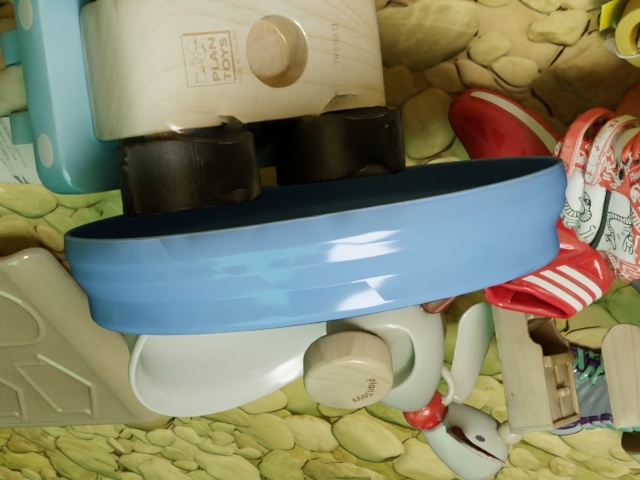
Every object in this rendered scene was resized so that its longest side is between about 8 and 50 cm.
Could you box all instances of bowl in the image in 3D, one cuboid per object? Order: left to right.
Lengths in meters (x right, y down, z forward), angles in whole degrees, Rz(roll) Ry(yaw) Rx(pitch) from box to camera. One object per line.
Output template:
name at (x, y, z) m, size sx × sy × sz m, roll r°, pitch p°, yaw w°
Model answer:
bowl at (-0.087, 0.039, 1.412) m, size 0.134 × 0.298 × 0.298 m, roll 56°, pitch 155°, yaw 29°
bowl at (0.000, 0.000, 1.077) m, size 0.391 × 0.391 × 0.077 m, roll -5°, pitch 97°, yaw 30°

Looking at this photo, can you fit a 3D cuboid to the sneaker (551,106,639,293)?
sneaker at (0.258, -0.063, 1.070) m, size 0.145 × 0.090 × 0.270 m, roll 42°, pitch 154°, yaw 16°

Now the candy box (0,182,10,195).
candy box at (-0.429, -0.068, 1.557) m, size 0.109 × 0.053 × 0.187 m, roll 37°, pitch 139°, yaw -19°

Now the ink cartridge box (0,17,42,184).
ink cartridge box at (-0.295, -0.137, 1.376) m, size 0.218 × 0.092 × 0.158 m, roll 3°, pitch 139°, yaw 20°

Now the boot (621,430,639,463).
boot at (0.460, 0.251, 1.517) m, size 0.213 × 0.077 × 0.165 m, roll -11°, pitch 133°, yaw 41°

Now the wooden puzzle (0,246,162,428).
wooden puzzle at (-0.404, 0.125, 1.770) m, size 0.348 × 0.080 × 0.322 m, roll -10°, pitch 134°, yaw 28°

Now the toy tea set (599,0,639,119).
toy tea set at (0.322, -0.064, 1.150) m, size 0.200 × 0.124 × 0.336 m, roll 9°, pitch 141°, yaw 15°

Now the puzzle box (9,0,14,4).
puzzle box at (-0.192, -0.344, 1.104) m, size 0.409 × 0.052 × 0.272 m, roll -19°, pitch 128°, yaw 40°

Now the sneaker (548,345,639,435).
sneaker at (0.300, 0.149, 1.463) m, size 0.224 × 0.083 × 0.098 m, roll -22°, pitch 121°, yaw 43°

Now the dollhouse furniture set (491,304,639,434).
dollhouse furniture set at (0.297, 0.086, 1.308) m, size 0.242 × 0.161 × 0.212 m, roll -10°, pitch 175°, yaw 26°

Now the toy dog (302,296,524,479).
toy dog at (0.119, 0.114, 1.336) m, size 0.161 × 0.220 × 0.334 m, roll -20°, pitch 157°, yaw 27°

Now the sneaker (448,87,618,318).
sneaker at (0.169, -0.026, 1.215) m, size 0.221 × 0.128 × 0.087 m, roll 46°, pitch 155°, yaw 9°

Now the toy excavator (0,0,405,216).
toy excavator at (-0.209, -0.128, 1.163) m, size 0.445 × 0.433 × 0.222 m, roll -2°, pitch 97°, yaw 56°
